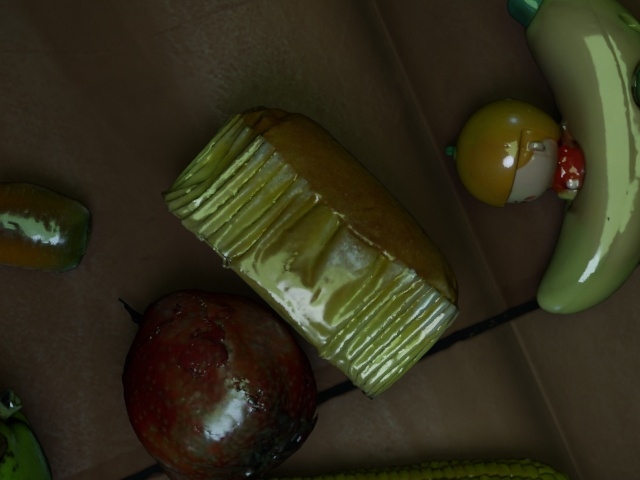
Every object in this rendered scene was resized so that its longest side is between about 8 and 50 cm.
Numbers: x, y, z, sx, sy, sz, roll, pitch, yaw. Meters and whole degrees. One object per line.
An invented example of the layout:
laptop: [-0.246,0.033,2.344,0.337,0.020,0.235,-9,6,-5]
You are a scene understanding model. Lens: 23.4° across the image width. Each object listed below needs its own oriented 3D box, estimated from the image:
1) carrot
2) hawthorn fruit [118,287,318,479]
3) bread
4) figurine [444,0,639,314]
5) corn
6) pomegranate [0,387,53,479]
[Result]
carrot: [-0.318,-0.018,1.481,0.193,0.087,0.087,9,86,-2]
hawthorn fruit: [-0.114,0.121,1.447,0.181,0.181,0.235,-43,69,-6]
bread: [0.000,0.000,1.446,0.288,0.204,0.156,43,89,3]
figurine: [0.239,-0.090,1.513,0.222,0.124,0.324,7,90,-4]
corn: [0.074,0.271,1.479,0.363,0.120,0.120,-2,87,-2]
pomegranate: [-0.379,0.241,1.386,0.277,0.204,0.222,-31,60,-20]
